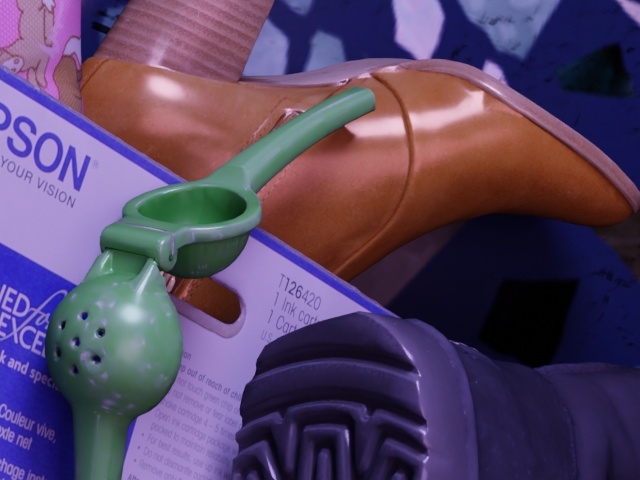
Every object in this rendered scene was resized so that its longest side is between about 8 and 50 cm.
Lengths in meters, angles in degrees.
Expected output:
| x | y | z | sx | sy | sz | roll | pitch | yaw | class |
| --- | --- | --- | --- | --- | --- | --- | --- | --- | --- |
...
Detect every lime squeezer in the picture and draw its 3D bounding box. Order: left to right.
| x | y | z | sx | sy | sz | roll | pitch | yaw | class |
| --- | --- | --- | --- | --- | --- | --- | --- | --- | --- |
| -0.051 | 0.027 | 0.768 | 0.110 | 0.059 | 0.310 | 47 | 55 | -36 | lime squeezer |

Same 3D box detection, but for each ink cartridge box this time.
| x | y | z | sx | sy | sz | roll | pitch | yaw | class |
| --- | --- | --- | --- | --- | --- | --- | --- | --- | --- |
| -0.108 | 0.122 | 0.792 | 0.303 | 0.072 | 0.307 | 34 | 63 | -43 | ink cartridge box |

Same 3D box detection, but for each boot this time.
| x | y | z | sx | sy | sz | roll | pitch | yaw | class |
| --- | --- | --- | --- | --- | --- | --- | --- | --- | --- |
| 0.000 | 0.000 | 0.934 | 0.295 | 0.104 | 0.211 | 26 | 86 | -19 | boot |
| 0.146 | 0.238 | 0.905 | 0.445 | 0.146 | 0.367 | 13 | 83 | -46 | boot |

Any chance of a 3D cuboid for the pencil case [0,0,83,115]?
| x | y | z | sx | sy | sz | roll | pitch | yaw | class |
| --- | --- | --- | --- | --- | --- | --- | --- | --- | --- |
| -0.192 | -0.218 | 0.802 | 0.167 | 0.160 | 0.386 | -3 | 92 | -29 | pencil case |
